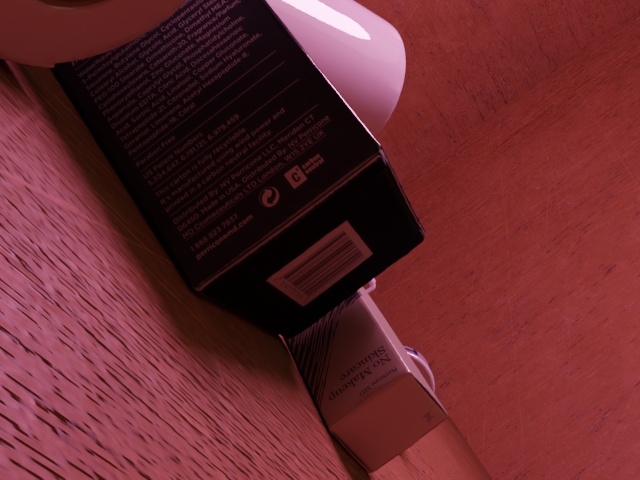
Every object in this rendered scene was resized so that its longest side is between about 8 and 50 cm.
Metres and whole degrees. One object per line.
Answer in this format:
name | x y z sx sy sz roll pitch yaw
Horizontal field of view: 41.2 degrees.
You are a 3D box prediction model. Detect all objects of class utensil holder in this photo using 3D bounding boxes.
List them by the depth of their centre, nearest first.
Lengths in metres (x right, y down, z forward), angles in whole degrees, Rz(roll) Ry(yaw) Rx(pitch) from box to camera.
utensil holder | -0.078 -0.351 1.620 0.386 0.327 0.327 18 26 -39

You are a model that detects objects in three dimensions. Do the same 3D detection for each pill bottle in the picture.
pill bottle | 0.124 0.224 1.361 0.112 0.112 0.187 54 3 6

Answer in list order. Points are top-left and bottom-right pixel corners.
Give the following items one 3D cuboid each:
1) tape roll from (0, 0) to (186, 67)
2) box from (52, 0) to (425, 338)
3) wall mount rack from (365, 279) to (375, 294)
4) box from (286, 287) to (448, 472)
tape roll | -0.206 -0.278 0.638 0.169 0.246 0.246 55 3 18
box | -0.097 -0.125 0.928 0.395 0.212 0.293 54 3 20
wall mount rack | 0.000 0.000 1.940 0.304 0.130 0.350 54 2 13
box | 0.034 0.131 1.003 0.094 0.113 0.275 51 2 -32
